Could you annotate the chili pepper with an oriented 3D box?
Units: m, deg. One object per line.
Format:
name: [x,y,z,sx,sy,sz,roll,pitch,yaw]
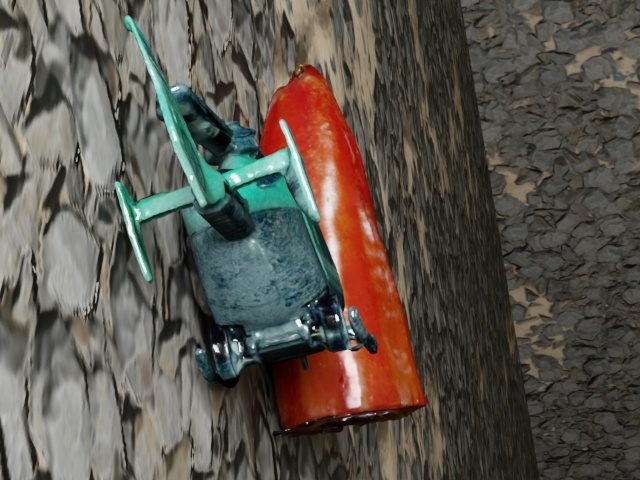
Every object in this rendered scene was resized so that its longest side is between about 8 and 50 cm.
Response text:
chili pepper: [0.003,0.000,0.715,0.088,0.065,0.169,47,34,-76]

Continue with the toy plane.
toy plane: [-0.023,-0.003,0.555,0.235,0.060,0.096,53,24,-79]
